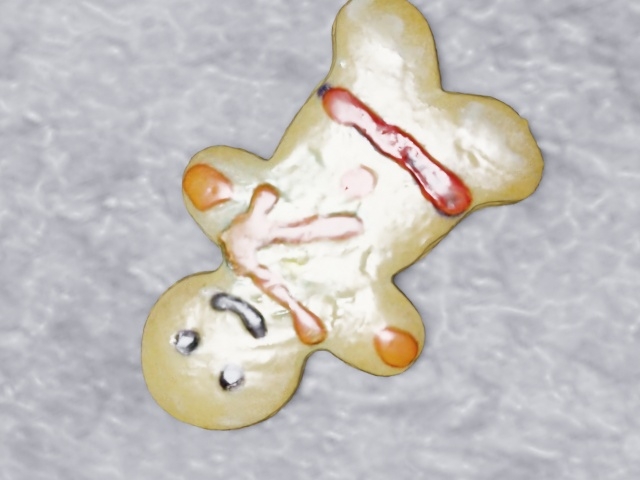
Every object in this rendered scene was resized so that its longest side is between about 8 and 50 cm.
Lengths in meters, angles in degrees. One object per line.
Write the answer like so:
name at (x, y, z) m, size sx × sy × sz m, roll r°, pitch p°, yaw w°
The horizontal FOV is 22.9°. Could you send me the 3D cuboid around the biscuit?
biscuit at (0.000, 0.000, 0.794) m, size 0.153 × 0.030 × 0.234 m, roll 44°, pitch 93°, yaw 5°
